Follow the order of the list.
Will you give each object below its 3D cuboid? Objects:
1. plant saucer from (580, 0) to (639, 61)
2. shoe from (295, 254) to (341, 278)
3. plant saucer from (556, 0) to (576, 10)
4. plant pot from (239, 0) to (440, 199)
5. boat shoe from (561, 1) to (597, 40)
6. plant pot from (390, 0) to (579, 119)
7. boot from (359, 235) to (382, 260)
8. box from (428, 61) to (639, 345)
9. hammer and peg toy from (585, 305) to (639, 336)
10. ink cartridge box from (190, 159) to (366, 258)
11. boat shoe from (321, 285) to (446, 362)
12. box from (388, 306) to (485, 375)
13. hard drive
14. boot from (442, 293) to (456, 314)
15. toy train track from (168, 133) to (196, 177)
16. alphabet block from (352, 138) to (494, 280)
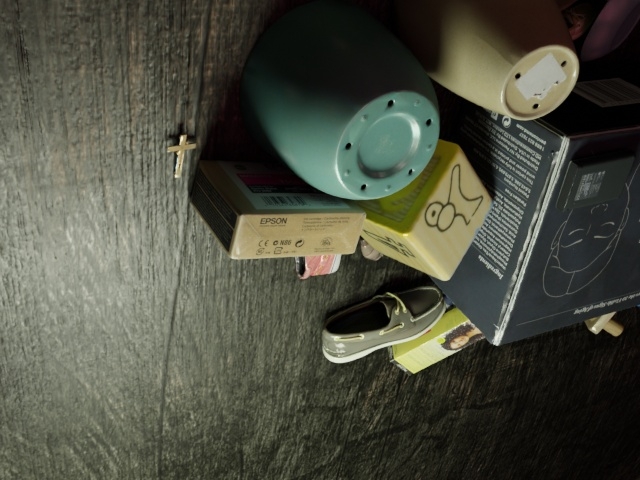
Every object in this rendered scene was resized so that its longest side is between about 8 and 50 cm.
[{"bbox_3d":[0.584,-0.427,1.400,0.195,0.037,0.195,-41,157,-22],"label":"plant saucer"},{"bbox_3d":[0.000,0.000,1.391,0.081,0.063,0.177,-15,135,-28],"label":"shoe"},{"bbox_3d":[0.408,-0.529,1.256,0.278,0.041,0.277,-18,132,-22],"label":"plant saucer"},{"bbox_3d":[0.051,-0.201,1.145,0.293,0.235,0.292,-18,132,-21],"label":"plant pot"},{"bbox_3d":[0.461,-0.409,1.377,0.153,0.056,0.048,-34,141,5],"label":"boat shoe"},{"bbox_3d":[0.280,-0.319,1.141,0.257,0.274,0.256,-12,134,-12],"label":"plant pot"},{"bbox_3d":[0.131,-0.012,1.490,0.118,0.042,0.087,-40,142,2],"label":"boot"},{"bbox_3d":[0.522,-0.089,1.495,0.480,0.297,0.471,-10,127,-25],"label":"box"},{"bbox_3d":[0.780,0.056,1.816,0.361,0.127,0.266,-57,178,18],"label":"hammer and peg toy"},{"bbox_3d":[-0.074,-0.056,1.207,0.235,0.193,0.088,-3,123,-32],"label":"ink cartridge box"},{"bbox_3d":[0.143,0.171,1.590,0.305,0.109,0.091,-22,138,-12],"label":"boat shoe"},{"bbox_3d":[0.277,0.233,1.696,0.232,0.058,0.087,-34,127,26],"label":"box"},{"bbox_3d":[0.475,-0.103,1.238,0.135,0.022,0.094,-12,129,-23],"label":"hard drive"},{"bbox_3d":[0.295,0.202,1.753,0.086,0.069,0.189,-17,129,-6],"label":"boot"},{"bbox_3d":[-0.230,-0.140,1.169,0.048,0.014,0.083,-13,136,-34],"label":"toy train track"},{"bbox_3d":[0.170,-0.070,1.317,0.192,0.194,0.197,-58,140,-11],"label":"alphabet block"}]
